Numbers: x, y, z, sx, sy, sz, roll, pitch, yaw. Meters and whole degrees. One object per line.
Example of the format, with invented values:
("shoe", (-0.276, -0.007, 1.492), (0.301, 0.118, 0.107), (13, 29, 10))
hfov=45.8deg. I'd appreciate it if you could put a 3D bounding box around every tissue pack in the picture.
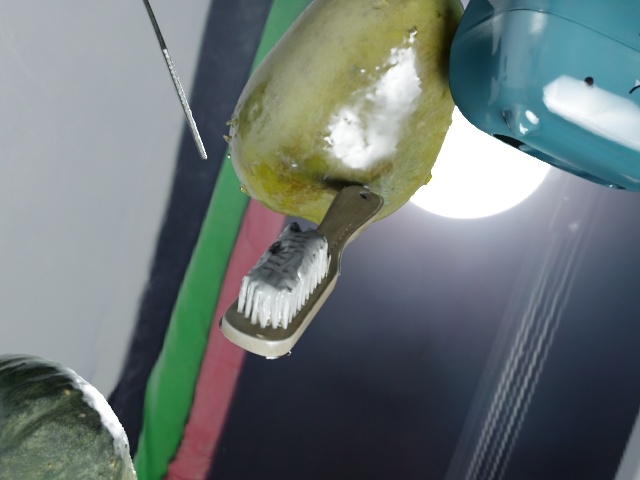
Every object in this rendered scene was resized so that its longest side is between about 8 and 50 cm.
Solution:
("tissue pack", (0.282, -0.165, 0.789), (0.206, 0.287, 0.198), (-70, -162, -5))

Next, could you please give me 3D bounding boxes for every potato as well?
("potato", (0.051, -0.170, 0.944), (0.359, 0.269, 0.219), (-49, -142, 29))

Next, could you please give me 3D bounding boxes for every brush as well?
("brush", (0.000, 0.000, 0.744), (0.327, 0.070, 0.065), (-49, 156, -58))

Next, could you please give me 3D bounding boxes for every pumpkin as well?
("pumpkin", (-0.342, 0.302, 0.889), (0.291, 0.257, 0.328), (32, -32, 37))

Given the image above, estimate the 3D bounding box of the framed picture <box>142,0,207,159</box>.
("framed picture", (-0.317, -0.360, 1.613), (0.347, 0.016, 0.265), (-119, -169, -50))
